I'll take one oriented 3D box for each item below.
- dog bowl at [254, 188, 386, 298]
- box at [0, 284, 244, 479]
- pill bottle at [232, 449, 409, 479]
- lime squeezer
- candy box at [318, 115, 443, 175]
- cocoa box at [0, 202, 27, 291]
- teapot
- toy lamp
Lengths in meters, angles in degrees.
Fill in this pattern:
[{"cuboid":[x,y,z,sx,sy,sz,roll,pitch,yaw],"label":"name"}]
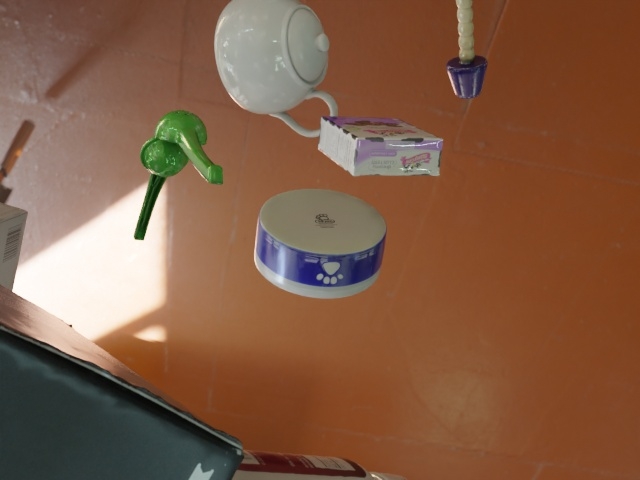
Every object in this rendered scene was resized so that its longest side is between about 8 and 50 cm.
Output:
[{"cuboid":[0.000,0.000,1.539,0.265,0.265,0.104,7,122,-1],"label":"dog bowl"},{"cuboid":[-0.403,0.282,0.730,0.472,0.479,0.297,15,160,50],"label":"box"},{"cuboid":[-0.044,0.422,1.082,0.392,0.224,0.224,16,135,-32],"label":"pill bottle"},{"cuboid":[-0.161,-0.081,0.844,0.059,0.109,0.310,-14,176,-29],"label":"lime squeezer"},{"cuboid":[0.105,-0.174,1.370,0.165,0.196,0.070,-1,110,-19],"label":"candy box"},{"cuboid":[-0.759,0.088,1.472,0.228,0.231,0.347,17,104,2],"label":"cocoa box"},{"cuboid":[-0.066,-0.360,1.446,0.187,0.252,0.256,1,163,30],"label":"teapot"},{"cuboid":[0.263,-0.395,1.372,0.080,0.080,0.274,-4,120,9],"label":"toy lamp"}]
